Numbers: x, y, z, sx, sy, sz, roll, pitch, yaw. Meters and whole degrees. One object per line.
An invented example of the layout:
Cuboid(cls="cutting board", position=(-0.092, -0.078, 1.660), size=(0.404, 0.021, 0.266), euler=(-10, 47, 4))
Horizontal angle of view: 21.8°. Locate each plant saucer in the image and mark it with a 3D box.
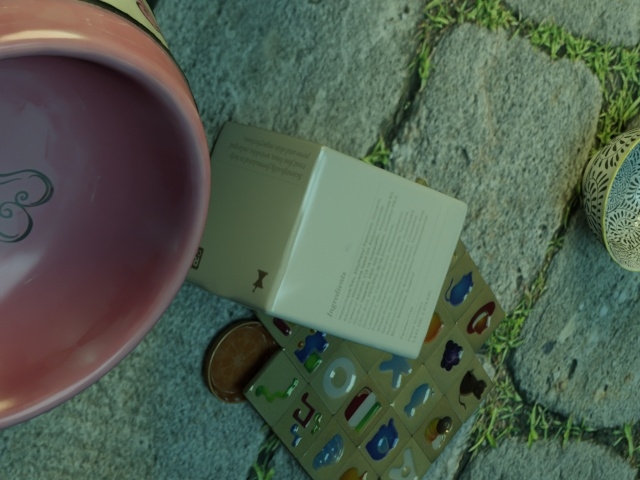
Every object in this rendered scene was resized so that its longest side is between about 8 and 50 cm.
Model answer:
Cuboid(cls="plant saucer", position=(-0.075, 0.114, 1.571), size=(0.083, 0.013, 0.083), euler=(-17, 118, -35))

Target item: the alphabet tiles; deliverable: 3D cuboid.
Cuboid(cls="alphabet tiles", position=(0.062, 0.112, 1.681), size=(0.285, 0.011, 0.342), euler=(-50, 133, -18))

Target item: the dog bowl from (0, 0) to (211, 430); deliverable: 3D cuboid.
Cuboid(cls="dog bowl", position=(-0.258, -0.029, 1.194), size=(0.408, 0.150, 0.408), euler=(-22, 134, -25))

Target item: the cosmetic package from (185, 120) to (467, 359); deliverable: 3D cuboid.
Cuboid(cls="cosmetic package", position=(0.000, 0.000, 1.473), size=(0.183, 0.151, 0.151), euler=(20, 88, -40))

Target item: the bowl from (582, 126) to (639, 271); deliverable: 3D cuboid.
Cuboid(cls="bowl", position=(0.338, -0.058, 1.808), size=(0.170, 0.080, 0.170), euler=(-18, 119, -35))
